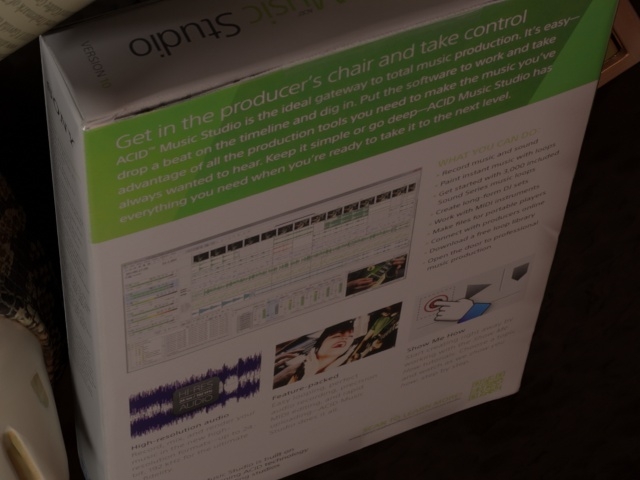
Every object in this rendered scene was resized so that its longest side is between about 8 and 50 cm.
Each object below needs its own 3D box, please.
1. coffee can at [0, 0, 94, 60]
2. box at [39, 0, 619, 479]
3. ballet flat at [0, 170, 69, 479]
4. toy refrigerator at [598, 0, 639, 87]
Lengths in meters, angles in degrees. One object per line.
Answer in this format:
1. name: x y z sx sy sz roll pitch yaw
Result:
1. coffee can: -0.161 -0.130 0.571 0.275 0.201 0.201 -31 149 5
2. box: 0.000 0.000 0.846 0.232 0.058 0.322 -18 148 -17
3. ballet flat: -0.183 0.117 0.943 0.164 0.182 0.483 -22 149 -15
4. toy refrigerator: 0.052 -0.140 0.827 0.102 0.094 0.269 -33 149 9
